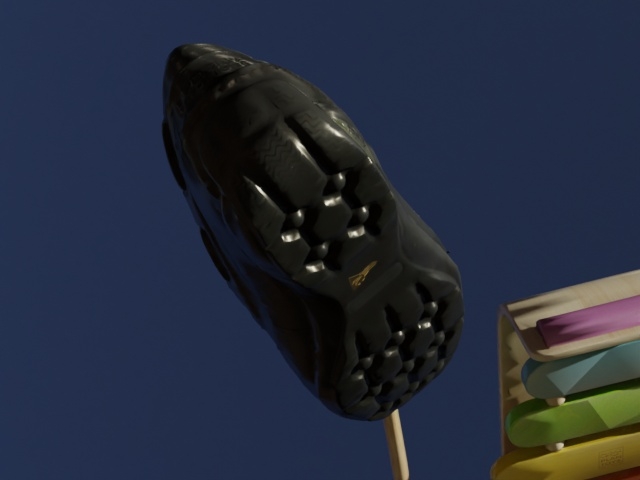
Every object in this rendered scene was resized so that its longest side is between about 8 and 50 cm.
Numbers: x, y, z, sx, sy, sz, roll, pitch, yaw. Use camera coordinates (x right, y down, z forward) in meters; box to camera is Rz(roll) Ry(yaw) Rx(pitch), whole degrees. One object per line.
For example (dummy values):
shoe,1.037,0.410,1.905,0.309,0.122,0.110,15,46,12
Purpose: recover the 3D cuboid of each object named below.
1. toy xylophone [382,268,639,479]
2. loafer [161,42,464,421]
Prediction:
toy xylophone,0.160,0.140,1.190,0.236,0.323,0.081,-19,-133,1
loafer,0.000,0.000,0.663,0.076,0.223,0.078,-39,-122,-5
